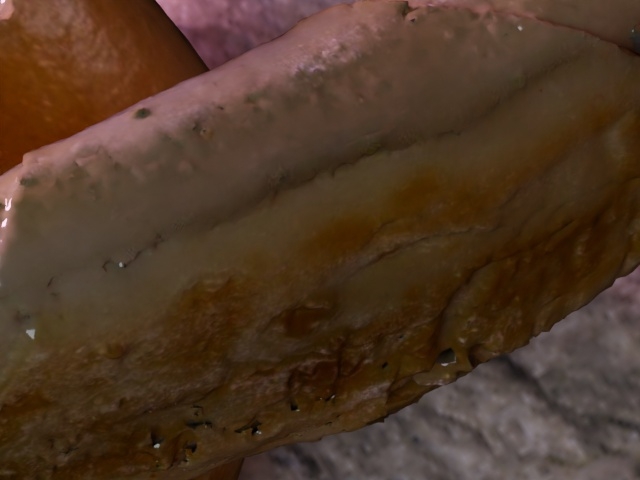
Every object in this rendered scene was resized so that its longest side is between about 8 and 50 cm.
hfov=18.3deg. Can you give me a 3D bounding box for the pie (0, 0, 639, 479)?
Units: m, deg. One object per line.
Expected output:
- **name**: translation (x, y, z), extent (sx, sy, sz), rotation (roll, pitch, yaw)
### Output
- **pie**: translation (0.000, 0.000, 0.543), extent (0.068, 0.282, 0.128), rotation (47, 155, 41)

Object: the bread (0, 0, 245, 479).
- **bread**: translation (-0.134, 0.069, 0.642), extent (0.314, 0.171, 0.192), rotation (-41, 99, 14)
